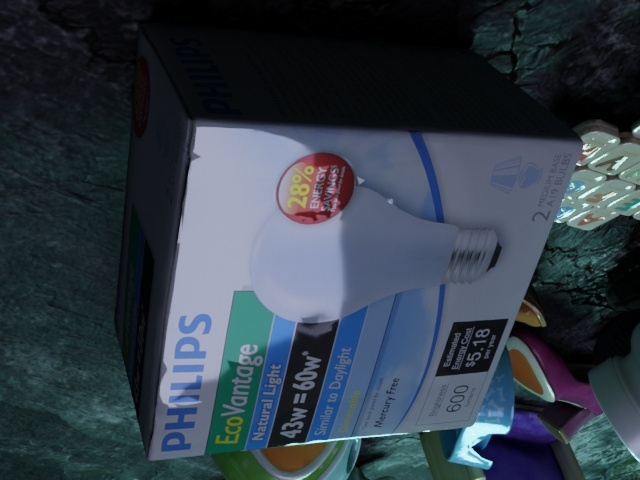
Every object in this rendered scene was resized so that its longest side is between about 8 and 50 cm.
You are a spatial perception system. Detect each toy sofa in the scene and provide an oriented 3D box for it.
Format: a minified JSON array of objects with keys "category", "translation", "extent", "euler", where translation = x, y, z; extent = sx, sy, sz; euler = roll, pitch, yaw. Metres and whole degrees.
[{"category":"toy sofa","translation":[0.396,0.437,1.715],"extent":[0.362,0.150,0.177],"euler":[16,133,-38]}]

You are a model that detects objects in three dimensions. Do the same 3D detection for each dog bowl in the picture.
[{"category":"dog bowl","translation":[0.263,0.285,1.459],"extent":[0.074,0.166,0.297],"euler":[0,142,-4]}]

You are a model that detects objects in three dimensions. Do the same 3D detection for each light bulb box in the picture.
[{"category":"light bulb box","translation":[0.000,0.000,0.838],"extent":[0.361,0.225,0.358],"euler":[-1,122,-22]}]

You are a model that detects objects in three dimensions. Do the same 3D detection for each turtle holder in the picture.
[{"category":"turtle holder","translation":[-0.043,0.330,1.319],"extent":[0.227,0.243,0.320],"euler":[-38,133,-1]}]

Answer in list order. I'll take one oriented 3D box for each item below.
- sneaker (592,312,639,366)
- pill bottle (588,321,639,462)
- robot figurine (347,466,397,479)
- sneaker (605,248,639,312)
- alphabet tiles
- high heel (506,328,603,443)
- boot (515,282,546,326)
[{"category":"sneaker","translation":[0.633,0.149,1.469],"extent":[0.131,0.112,0.319],"euler":[23,129,-38]},{"category":"pill bottle","translation":[0.630,0.174,1.272],"extent":[0.407,0.229,0.229],"euler":[-36,140,21]},{"category":"robot figurine","translation":[0.003,0.586,1.700],"extent":[0.353,0.200,0.300],"euler":[-20,159,4]},{"category":"sneaker","translation":[0.577,0.040,1.312],"extent":[0.267,0.101,0.106],"euler":[-35,143,23]},{"category":"alphabet tiles","translation":[0.389,-0.081,1.070],"extent":[0.284,0.021,0.278],"euler":[12,152,-31]},{"category":"high heel","translation":[0.442,0.218,1.521],"extent":[0.181,0.127,0.377],"euler":[-46,140,-10]},{"category":"boot","translation":[0.251,0.105,1.293],"extent":[0.152,0.073,0.197],"euler":[-31,136,22]}]
